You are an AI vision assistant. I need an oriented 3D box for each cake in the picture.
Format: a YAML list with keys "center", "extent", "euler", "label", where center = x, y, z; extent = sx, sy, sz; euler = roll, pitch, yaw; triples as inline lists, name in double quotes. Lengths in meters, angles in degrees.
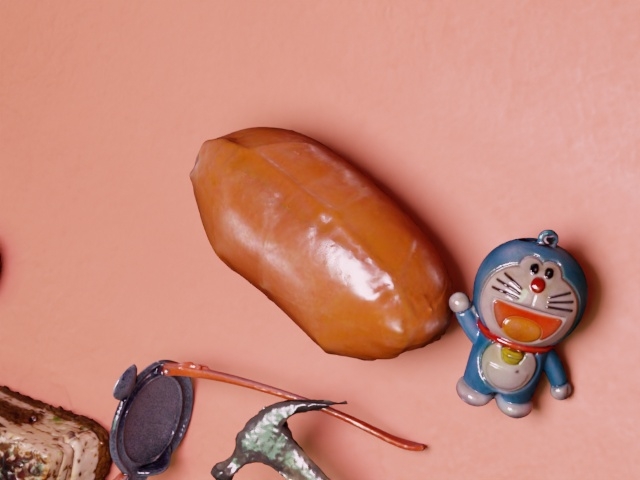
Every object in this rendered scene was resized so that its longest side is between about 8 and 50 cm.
- center: [-0.299, 0.162, 1.649]
  extent: [0.135, 0.112, 0.246]
  euler: [-48, 64, 19]
  label: "cake"

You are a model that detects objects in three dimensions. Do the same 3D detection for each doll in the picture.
- center: [0.154, 0.060, 1.389]
  extent: [0.114, 0.085, 0.152]
  euler: [18, 111, -1]
  label: "doll"

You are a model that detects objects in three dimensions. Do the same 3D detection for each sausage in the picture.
- center: [0.001, -0.002, 1.454]
  extent: [0.258, 0.133, 0.133]
  euler: [41, 110, 26]
  label: "sausage"

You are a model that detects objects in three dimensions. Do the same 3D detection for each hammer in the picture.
- center: [0.049, 0.247, 1.446]
  extent: [0.297, 0.027, 0.125]
  euler: [45, 101, 9]
  label: "hammer"

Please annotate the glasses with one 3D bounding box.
- center: [-0.059, 0.228, 1.499]
  extent: [0.268, 0.118, 0.234]
  euler: [7, 91, 30]
  label: "glasses"
